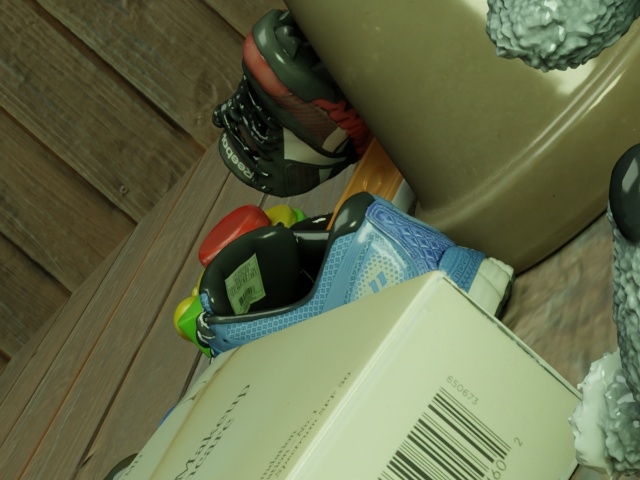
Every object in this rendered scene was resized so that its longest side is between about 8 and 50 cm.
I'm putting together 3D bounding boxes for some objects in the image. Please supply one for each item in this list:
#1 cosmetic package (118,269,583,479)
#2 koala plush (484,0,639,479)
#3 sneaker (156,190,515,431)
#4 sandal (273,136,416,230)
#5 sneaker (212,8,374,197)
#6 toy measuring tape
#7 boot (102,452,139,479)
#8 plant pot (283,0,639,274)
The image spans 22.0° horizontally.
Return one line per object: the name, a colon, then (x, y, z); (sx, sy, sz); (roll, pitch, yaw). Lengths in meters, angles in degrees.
cosmetic package: (-0.007, 0.130, 0.847); (0.160, 0.113, 0.309); (-53, 12, -23)
koala plush: (0.168, -0.017, 0.572); (0.196, 0.203, 0.221); (-13, 57, 54)
sneaker: (-0.022, 0.061, 1.072); (0.330, 0.147, 0.130); (-40, 13, 45)
sandal: (-0.002, 0.001, 1.216); (0.265, 0.076, 0.102); (-65, 24, 8)
sneaker: (-0.024, -0.096, 1.265); (0.135, 0.097, 0.276); (-30, -12, 6)
toy measuring tape: (0.000, 0.000, 1.356); (0.330, 0.121, 0.121); (-30, 18, 34)
boot: (-0.244, 0.250, 1.432); (0.219, 0.106, 0.082); (-49, 10, -2)
plant pot: (0.105, -0.142, 1.062); (0.263, 0.229, 0.263); (-46, 9, 10)
